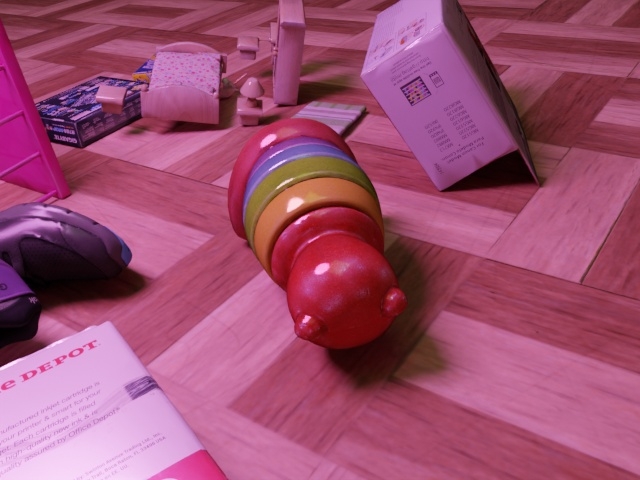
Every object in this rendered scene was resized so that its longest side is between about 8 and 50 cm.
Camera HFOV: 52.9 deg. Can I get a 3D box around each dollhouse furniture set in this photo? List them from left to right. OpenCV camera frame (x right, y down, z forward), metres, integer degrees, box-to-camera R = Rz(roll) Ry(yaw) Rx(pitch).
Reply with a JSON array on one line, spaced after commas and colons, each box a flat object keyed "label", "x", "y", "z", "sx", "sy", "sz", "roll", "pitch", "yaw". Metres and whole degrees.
[{"label": "dollhouse furniture set", "x": -0.214, "y": -0.377, "z": 1.204, "sx": 0.355, "sy": 0.174, "sz": 0.303, "roll": 3, "pitch": 43, "yaw": -8}]

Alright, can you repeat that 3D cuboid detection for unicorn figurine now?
[{"label": "unicorn figurine", "x": -0.247, "y": -0.313, "z": 1.305, "sx": 0.162, "sy": 0.060, "sz": 0.111, "roll": -25, "pitch": 45, "yaw": -37}]

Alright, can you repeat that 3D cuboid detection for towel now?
[{"label": "towel", "x": 0.005, "y": -0.208, "z": 1.136, "sx": 0.113, "sy": 0.023, "sz": 0.152, "roll": 12, "pitch": 34, "yaw": 22}]

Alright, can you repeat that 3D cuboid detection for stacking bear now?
[{"label": "stacking bear", "x": 0.000, "y": 0.000, "z": 0.691, "sx": 0.175, "sy": 0.164, "sz": 0.289, "roll": -12, "pitch": 37, "yaw": -8}]

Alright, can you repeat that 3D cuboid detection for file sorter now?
[{"label": "file sorter", "x": -0.536, "y": -0.166, "z": 0.915, "sx": 0.202, "sy": 0.291, "sz": 0.182, "roll": 15, "pitch": 41, "yaw": 30}]

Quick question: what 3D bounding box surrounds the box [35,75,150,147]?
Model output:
[{"label": "box", "x": -0.448, "y": -0.258, "z": 1.261, "sx": 0.175, "sy": 0.051, "sz": 0.220, "roll": 14, "pitch": 37, "yaw": 28}]

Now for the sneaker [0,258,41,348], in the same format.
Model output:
[{"label": "sneaker", "x": -0.399, "y": 0.126, "z": 0.602, "sx": 0.124, "sy": 0.107, "sz": 0.283, "roll": 41, "pitch": 67, "yaw": 10}]

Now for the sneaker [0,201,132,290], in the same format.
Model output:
[{"label": "sneaker", "x": -0.395, "y": 0.036, "z": 0.763, "sx": 0.341, "sy": 0.125, "sz": 0.140, "roll": 1, "pitch": 61, "yaw": 5}]

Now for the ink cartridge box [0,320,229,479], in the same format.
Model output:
[{"label": "ink cartridge box", "x": -0.180, "y": 0.186, "z": 0.470, "sx": 0.172, "sy": 0.100, "sz": 0.237, "roll": -26, "pitch": 38, "yaw": -27}]

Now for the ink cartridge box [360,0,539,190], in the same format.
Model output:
[{"label": "ink cartridge box", "x": 0.198, "y": -0.223, "z": 0.976, "sx": 0.130, "sy": 0.272, "sz": 0.309, "roll": -28, "pitch": 24, "yaw": 25}]

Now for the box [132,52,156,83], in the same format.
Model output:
[{"label": "box", "x": -0.349, "y": -0.364, "z": 1.401, "sx": 0.054, "sy": 0.059, "sz": 0.169, "roll": -3, "pitch": 32, "yaw": 10}]
